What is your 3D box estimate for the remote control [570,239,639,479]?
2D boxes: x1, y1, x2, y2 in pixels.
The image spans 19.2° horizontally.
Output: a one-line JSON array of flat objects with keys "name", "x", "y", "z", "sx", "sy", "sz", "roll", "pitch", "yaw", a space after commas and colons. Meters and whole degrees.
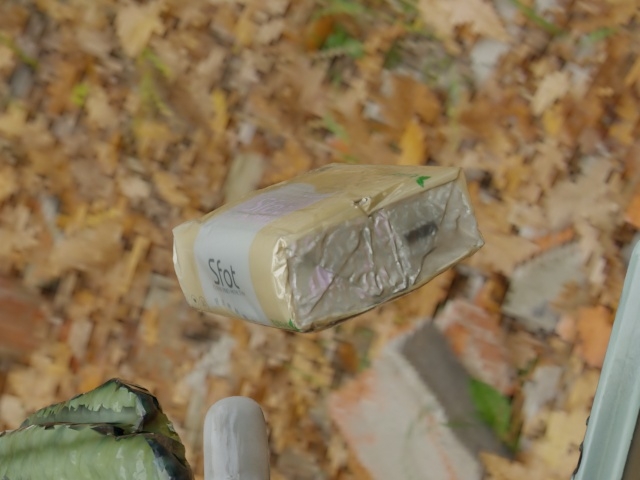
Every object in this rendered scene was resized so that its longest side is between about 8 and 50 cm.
[{"name": "remote control", "x": 0.259, "y": 0.142, "z": 1.539, "sx": 0.056, "sy": 0.140, "sz": 0.296, "roll": 18, "pitch": 98, "yaw": 30}]

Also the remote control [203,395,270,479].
[{"name": "remote control", "x": -0.091, "y": 0.265, "z": 2.024, "sx": 0.073, "sy": 0.044, "sz": 0.229, "roll": -8, "pitch": 55, "yaw": 6}]

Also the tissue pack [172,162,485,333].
[{"name": "tissue pack", "x": 0.000, "y": 0.000, "z": 1.505, "sx": 0.222, "sy": 0.186, "sz": 0.090, "roll": 11, "pitch": 121, "yaw": 64}]

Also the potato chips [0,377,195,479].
[{"name": "potato chips", "x": -0.190, "y": 0.243, "z": 1.145, "sx": 0.429, "sy": 0.070, "sz": 0.358, "roll": -4, "pitch": 55, "yaw": 55}]
